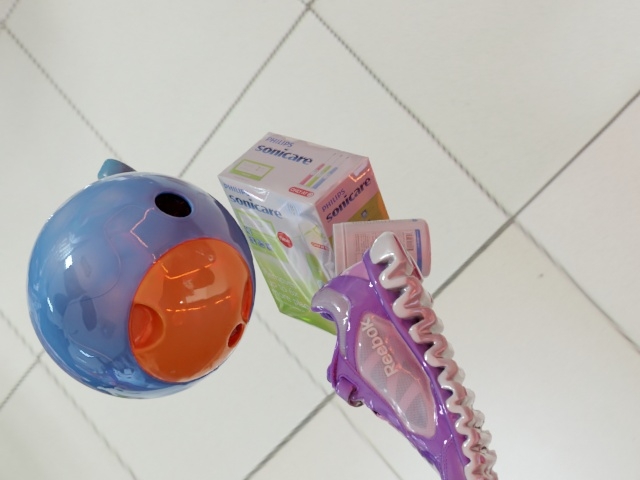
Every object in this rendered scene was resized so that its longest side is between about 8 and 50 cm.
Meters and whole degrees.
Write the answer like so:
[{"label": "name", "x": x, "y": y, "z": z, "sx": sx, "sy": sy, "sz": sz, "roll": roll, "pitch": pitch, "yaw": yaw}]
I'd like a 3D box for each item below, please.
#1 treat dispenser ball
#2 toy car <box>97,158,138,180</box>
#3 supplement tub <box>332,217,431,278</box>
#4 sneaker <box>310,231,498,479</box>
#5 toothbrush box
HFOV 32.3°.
[{"label": "treat dispenser ball", "x": -0.225, "y": 0.057, "z": 1.402, "sx": 0.288, "sy": 0.288, "sz": 0.288, "roll": 7, "pitch": 104, "yaw": 27}, {"label": "toy car", "x": -0.302, "y": 0.021, "z": 1.882, "sx": 0.210, "sy": 0.238, "sz": 0.219, "roll": 21, "pitch": 77, "yaw": 28}, {"label": "supplement tub", "x": 0.068, "y": 0.011, "z": 1.244, "sx": 0.107, "sy": 0.071, "sz": 0.071, "roll": -3, "pitch": 101, "yaw": 0}, {"label": "sneaker", "x": 0.063, "y": 0.115, "z": 0.888, "sx": 0.105, "sy": 0.095, "sz": 0.236, "roll": -25, "pitch": 68, "yaw": 6}, {"label": "toothbrush box", "x": 0.000, "y": 0.000, "z": 1.628, "sx": 0.206, "sy": 0.122, "sz": 0.283, "roll": 19, "pitch": 141, "yaw": 41}]
